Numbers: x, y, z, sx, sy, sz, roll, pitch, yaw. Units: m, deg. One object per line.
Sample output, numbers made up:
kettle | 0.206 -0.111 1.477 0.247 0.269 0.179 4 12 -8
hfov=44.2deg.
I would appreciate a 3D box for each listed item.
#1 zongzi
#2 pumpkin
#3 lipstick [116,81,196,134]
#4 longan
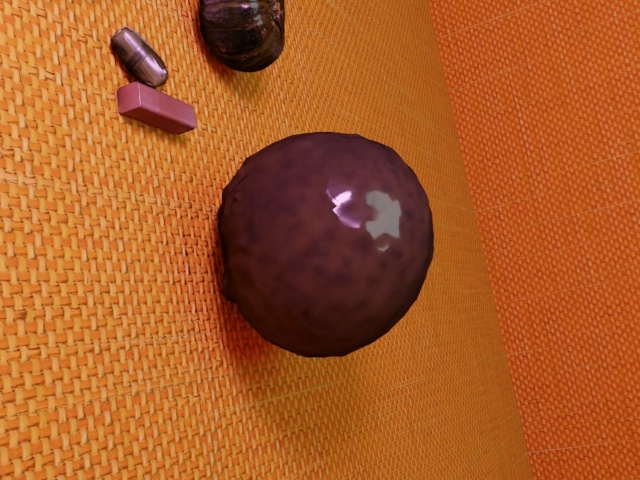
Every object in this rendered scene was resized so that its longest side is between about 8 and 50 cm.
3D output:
zongzi | -0.285 -0.292 1.262 0.104 0.052 0.113 53 4 -13
pumpkin | -0.148 -0.431 1.491 0.223 0.157 0.224 1 90 -76
lipstick | -0.259 -0.209 1.257 0.145 0.045 0.045 15 66 -63
longan | 0.000 0.000 1.323 0.391 0.390 0.391 43 40 -50
